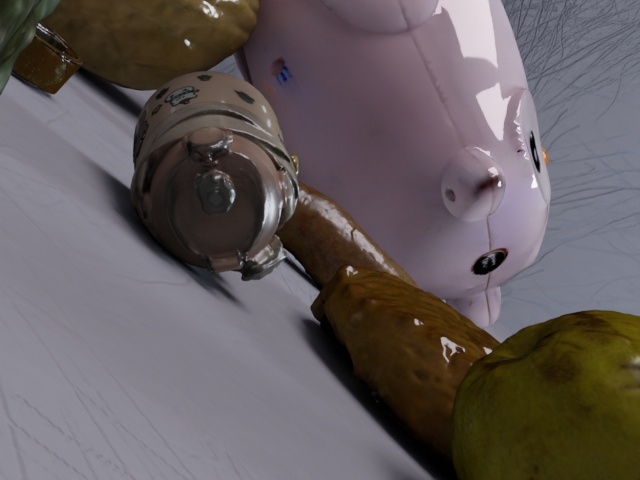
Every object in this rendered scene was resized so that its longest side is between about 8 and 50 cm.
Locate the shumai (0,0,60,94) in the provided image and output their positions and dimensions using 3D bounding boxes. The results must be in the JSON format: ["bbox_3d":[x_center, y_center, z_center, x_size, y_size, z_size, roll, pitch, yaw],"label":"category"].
[{"bbox_3d":[-0.146,-0.212,0.360,0.324,0.323,0.397,40,3,-16],"label":"shumai"}]

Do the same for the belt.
[{"bbox_3d":[-0.195,-0.128,0.960,0.059,0.036,0.083,50,10,32],"label":"belt"}]

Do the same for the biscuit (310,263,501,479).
[{"bbox_3d":[0.117,0.112,0.895,0.296,0.075,0.296,41,4,-3],"label":"biscuit"}]

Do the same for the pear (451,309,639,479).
[{"bbox_3d":[0.141,0.107,0.682,0.162,0.149,0.149,44,4,0],"label":"pear"}]

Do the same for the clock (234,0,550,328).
[{"bbox_3d":[0.063,-0.114,1.403,0.368,0.250,0.377,81,-14,-57],"label":"clock"}]

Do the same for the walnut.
[{"bbox_3d":[-0.173,-0.251,1.275,0.261,0.225,0.225,32,8,-34],"label":"walnut"}]

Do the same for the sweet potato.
[{"bbox_3d":[0.000,0.000,1.151,0.281,0.059,0.067,43,-31,-1],"label":"sweet potato"}]

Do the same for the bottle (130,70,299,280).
[{"bbox_3d":[-0.060,-0.033,0.810,0.099,0.099,0.152,38,11,-20],"label":"bottle"}]
